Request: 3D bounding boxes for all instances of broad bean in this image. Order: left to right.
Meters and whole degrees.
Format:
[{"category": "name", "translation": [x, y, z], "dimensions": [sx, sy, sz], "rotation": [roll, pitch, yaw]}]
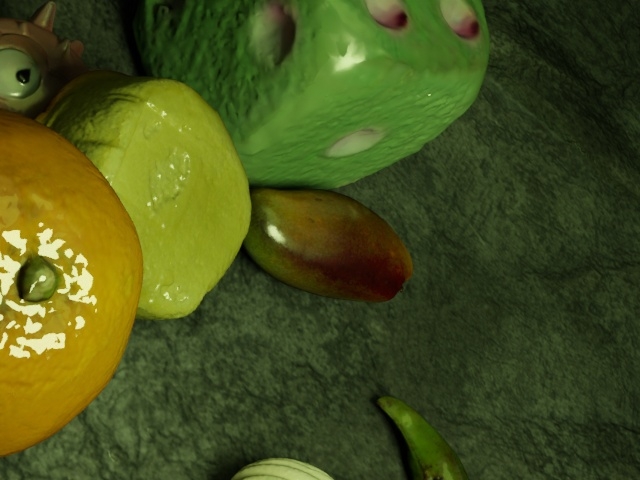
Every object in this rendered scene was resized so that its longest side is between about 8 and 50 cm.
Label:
[{"category": "broad bean", "translation": [0.170, 0.327, 1.619], "dimensions": [0.339, 0.061, 0.077], "rotation": [58, 32, 3]}]

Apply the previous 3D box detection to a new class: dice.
[{"category": "dice", "translation": [-0.014, -0.259, 1.659], "dimensions": [0.322, 0.318, 0.330], "rotation": [-4, 66, -47]}]

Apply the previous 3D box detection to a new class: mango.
[{"category": "mango", "translation": [0.000, 0.000, 1.646], "dimensions": [0.267, 0.111, 0.133], "rotation": [19, 66, -37]}]

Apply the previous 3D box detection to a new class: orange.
[{"category": "orange", "translation": [-0.305, 0.034, 1.167], "dimensions": [0.312, 0.312, 0.312], "rotation": [26, 47, -31]}]

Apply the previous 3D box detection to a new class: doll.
[{"category": "doll", "translation": [-0.322, -0.167, 1.455], "dimensions": [0.262, 0.093, 0.211], "rotation": [46, 46, -21]}]

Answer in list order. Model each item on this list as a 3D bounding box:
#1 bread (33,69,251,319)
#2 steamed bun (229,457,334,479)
[{"category": "bread", "translation": [-0.191, -0.045, 1.419], "dimensions": [0.270, 0.148, 0.270], "rotation": [-2, 92, -56]}, {"category": "steamed bun", "translation": [-0.022, 0.306, 1.409], "dimensions": [0.183, 0.106, 0.183], "rotation": [25, 49, -32]}]
